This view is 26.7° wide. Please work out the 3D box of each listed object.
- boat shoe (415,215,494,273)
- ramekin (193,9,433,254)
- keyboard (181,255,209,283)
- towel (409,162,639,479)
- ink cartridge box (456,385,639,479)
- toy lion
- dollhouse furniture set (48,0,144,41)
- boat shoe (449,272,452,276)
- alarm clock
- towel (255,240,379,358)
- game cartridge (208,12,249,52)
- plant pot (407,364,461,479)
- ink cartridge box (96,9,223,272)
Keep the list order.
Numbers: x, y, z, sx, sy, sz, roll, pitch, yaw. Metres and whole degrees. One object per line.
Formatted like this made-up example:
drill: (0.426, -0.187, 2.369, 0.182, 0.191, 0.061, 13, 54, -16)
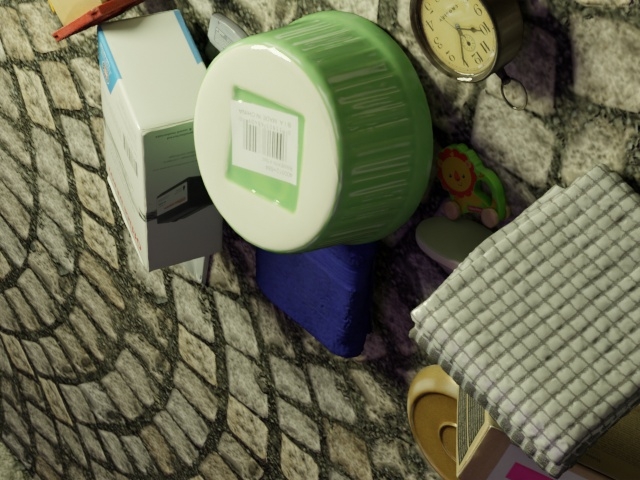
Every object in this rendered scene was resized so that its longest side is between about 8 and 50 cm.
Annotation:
boat shoe: (0.213, 0.047, 1.653, 0.227, 0.079, 0.081, 27, 139, 26)
ramekin: (-0.021, -0.127, 1.682, 0.303, 0.148, 0.304, 17, 114, 41)
keyboard: (-0.202, -0.026, 2.216, 0.072, 0.014, 0.256, 47, 147, 25)
towel: (0.271, 0.082, 1.446, 0.235, 0.283, 0.121, 46, 166, 23)
ink cartridge box: (0.276, 0.234, 1.549, 0.234, 0.193, 0.088, 26, 117, -5)
toy lion: (0.182, -0.071, 1.650, 0.100, 0.034, 0.096, 15, 121, 46)
dollhouse furniture set: (-0.253, -0.436, 1.834, 0.374, 0.152, 0.201, -19, 103, 39)
boat shoe: (0.186, 0.046, 1.736, 0.046, 0.038, 0.125, 34, 141, 33)
alarm clock: (0.174, -0.227, 1.489, 0.192, 0.064, 0.129, 59, 148, 0)
towel: (0.000, 0.000, 1.918, 0.227, 0.076, 0.308, 39, 142, 31)
game cartridge: (-0.124, -0.278, 1.885, 0.083, 0.017, 0.056, 44, 149, 19)
plant pot: (0.206, 0.287, 1.927, 0.236, 0.032, 0.236, 32, 140, 32)
ink cartridge box: (-0.231, -0.142, 1.962, 0.307, 0.129, 0.223, 97, 153, -51)
